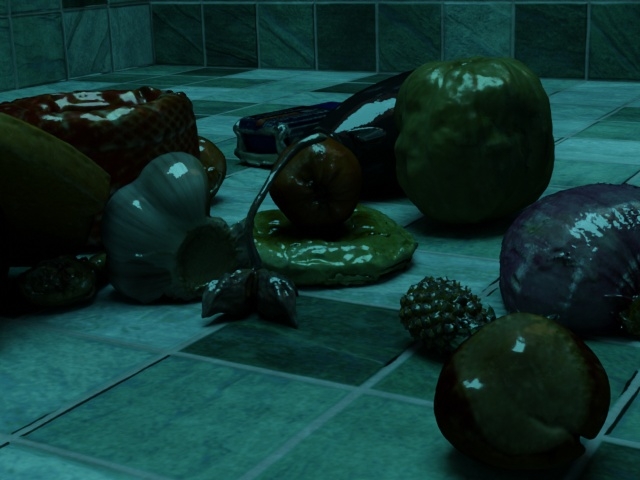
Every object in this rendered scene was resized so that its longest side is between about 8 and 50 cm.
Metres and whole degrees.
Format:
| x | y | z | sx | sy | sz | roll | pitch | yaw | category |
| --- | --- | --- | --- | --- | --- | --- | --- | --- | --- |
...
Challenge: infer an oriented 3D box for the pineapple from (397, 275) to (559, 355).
| x | y | z | sx | sy | sz | roll | pitch | yaw | category |
| --- | --- | --- | --- | --- | --- | --- | --- | --- | --- |
| 0.166 | 0.093 | 1.180 | 0.103 | 0.083 | 0.221 | -12 | 20 | -29 | pineapple |

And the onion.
| x | y | z | sx | sy | sz | roll | pitch | yaw | category |
| --- | --- | --- | --- | --- | --- | --- | --- | --- | --- |
| 0.342 | -0.002 | 1.369 | 0.267 | 0.159 | 0.349 | -2 | 16 | -13 | onion |

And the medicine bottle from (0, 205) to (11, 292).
| x | y | z | sx | sy | sz | roll | pitch | yaw | category |
| --- | --- | --- | --- | --- | --- | --- | --- | --- | --- |
| -0.579 | 0.021 | 1.270 | 0.395 | 0.243 | 0.242 | -4 | 12 | 31 | medicine bottle |

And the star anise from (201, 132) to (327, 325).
| x | y | z | sx | sy | sz | roll | pitch | yaw | category |
| --- | --- | --- | --- | --- | --- | --- | --- | --- | --- |
| -0.059 | -0.018 | 1.368 | 0.148 | 0.227 | 0.218 | 6 | 11 | 45 | star anise |

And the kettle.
| x | y | z | sx | sy | sz | roll | pitch | yaw | category |
| --- | --- | --- | --- | --- | --- | --- | --- | --- | --- |
| 0.087 | -0.172 | 2.010 | 0.290 | 0.207 | 0.268 | -24 | -3 | -28 | kettle |

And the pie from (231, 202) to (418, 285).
| x | y | z | sx | sy | sz | roll | pitch | yaw | category |
| --- | --- | --- | --- | --- | --- | --- | --- | --- | --- |
| 0.000 | 0.000 | 1.567 | 0.306 | 0.071 | 0.306 | -2 | 17 | 1 | pie |

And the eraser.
| x | y | z | sx | sy | sz | roll | pitch | yaw | category |
| --- | --- | --- | --- | --- | --- | --- | --- | --- | --- |
| -0.030 | -0.236 | 2.359 | 0.155 | 0.102 | 0.332 | 12 | 22 | 39 | eraser |

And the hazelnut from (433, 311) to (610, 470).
| x | y | z | sx | sy | sz | roll | pitch | yaw | category |
| --- | --- | --- | --- | --- | --- | --- | --- | --- | --- |
| 0.175 | 0.137 | 0.946 | 0.154 | 0.143 | 0.143 | -18 | 16 | 1 | hazelnut |

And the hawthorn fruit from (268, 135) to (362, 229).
| x | y | z | sx | sy | sz | roll | pitch | yaw | category |
| --- | --- | --- | --- | --- | --- | --- | --- | --- | --- |
| -0.005 | -0.083 | 1.509 | 0.132 | 0.133 | 0.138 | -4 | 21 | -8 | hawthorn fruit |

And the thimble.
| x | y | z | sx | sy | sz | roll | pitch | yaw | category |
| --- | --- | --- | --- | --- | --- | --- | --- | --- | --- |
| -0.372 | -0.125 | 1.763 | 0.350 | 0.231 | 0.350 | -2 | 17 | 1 | thimble |

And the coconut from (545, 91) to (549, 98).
| x | y | z | sx | sy | sz | roll | pitch | yaw | category |
| --- | --- | --- | --- | --- | --- | --- | --- | --- | --- |
| 0.351 | -0.255 | 2.177 | 0.236 | 0.197 | 0.237 | -7 | 6 | 1 | coconut |

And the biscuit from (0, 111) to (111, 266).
| x | y | z | sx | sy | sz | roll | pitch | yaw | category |
| --- | --- | --- | --- | --- | --- | --- | --- | --- | --- |
| -0.497 | -0.060 | 1.403 | 0.455 | 0.078 | 0.350 | -4 | -26 | 9 | biscuit |

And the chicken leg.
| x | y | z | sx | sy | sz | roll | pitch | yaw | category |
| --- | --- | --- | --- | --- | --- | --- | --- | --- | --- |
| -0.328 | 0.048 | 1.456 | 0.085 | 0.069 | 0.198 | -21 | 1 | 21 | chicken leg |

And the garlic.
| x | y | z | sx | sy | sz | roll | pitch | yaw | category |
| --- | --- | --- | --- | --- | --- | --- | --- | --- | --- |
| -0.168 | -0.015 | 1.472 | 0.207 | 0.207 | 0.256 | 9 | 20 | 34 | garlic |

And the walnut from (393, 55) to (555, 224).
| x | y | z | sx | sy | sz | roll | pitch | yaw | category |
| --- | --- | --- | --- | --- | --- | --- | --- | --- | --- |
| 0.250 | -0.165 | 1.750 | 0.253 | 0.277 | 0.282 | -6 | 2 | 13 | walnut |

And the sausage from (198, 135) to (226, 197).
| x | y | z | sx | sy | sz | roll | pitch | yaw | category |
| --- | --- | --- | --- | --- | --- | --- | --- | --- | --- |
| -0.280 | -0.142 | 2.002 | 0.258 | 0.133 | 0.133 | 12 | 21 | 34 | sausage |
